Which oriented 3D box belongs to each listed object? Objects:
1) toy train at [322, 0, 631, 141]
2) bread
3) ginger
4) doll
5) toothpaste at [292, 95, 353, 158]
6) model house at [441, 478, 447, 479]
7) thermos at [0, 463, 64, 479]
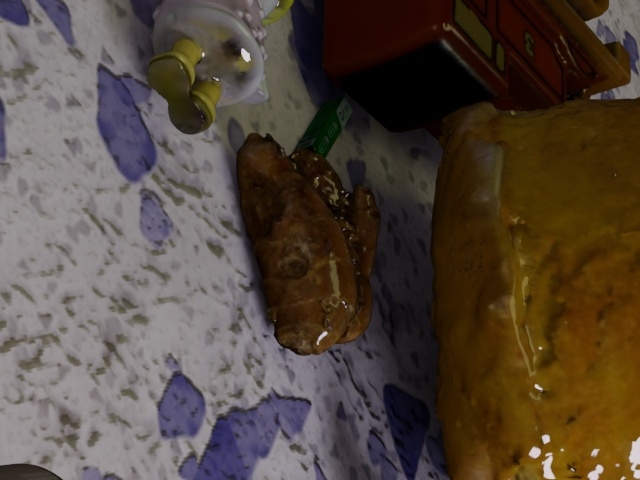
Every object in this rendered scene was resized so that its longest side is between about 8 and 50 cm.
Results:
[{"bbox_3d":[0.114,-0.184,1.368,0.369,0.163,0.231,38,47,-44],"label":"toy train"},{"bbox_3d":[0.192,0.070,1.212,0.398,0.215,0.398,-8,90,-78],"label":"bread"},{"bbox_3d":[0.000,0.000,1.155,0.103,0.073,0.162,5,67,-58],"label":"ginger"},{"bbox_3d":[-0.066,-0.155,1.138,0.129,0.081,0.207,61,28,-29],"label":"doll"},{"bbox_3d":[0.003,-0.083,1.264,0.017,0.020,0.083,59,31,-21],"label":"toothpaste"},{"bbox_3d":[0.075,0.242,1.113,0.117,0.088,0.167,1,71,-57],"label":"model house"},{"bbox_3d":[-0.199,0.170,0.713,0.193,0.105,0.137,4,100,-54],"label":"thermos"}]
